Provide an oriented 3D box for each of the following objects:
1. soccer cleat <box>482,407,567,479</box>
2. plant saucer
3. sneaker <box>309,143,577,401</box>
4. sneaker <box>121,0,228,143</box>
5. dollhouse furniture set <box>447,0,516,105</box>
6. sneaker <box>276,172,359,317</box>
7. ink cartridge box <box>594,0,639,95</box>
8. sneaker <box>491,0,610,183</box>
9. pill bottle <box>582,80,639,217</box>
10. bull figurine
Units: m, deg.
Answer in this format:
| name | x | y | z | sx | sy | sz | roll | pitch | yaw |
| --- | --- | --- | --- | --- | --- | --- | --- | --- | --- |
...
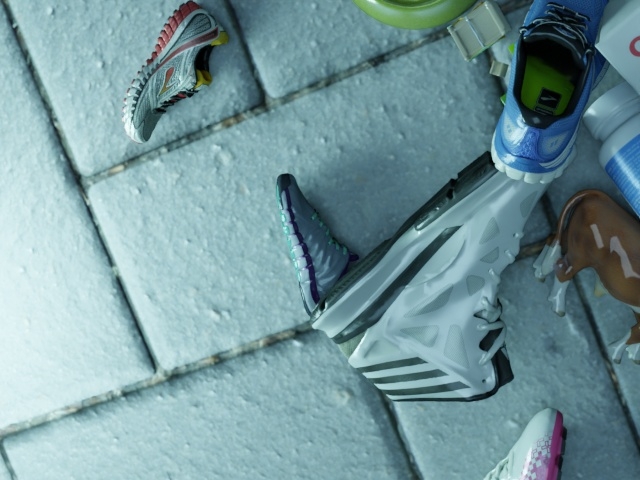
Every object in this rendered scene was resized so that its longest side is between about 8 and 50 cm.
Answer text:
| name | x | y | z | sx | sy | sz | roll | pitch | yaw |
| --- | --- | --- | --- | --- | --- | --- | --- | --- | --- |
| soccer cleat | 0.263 | 0.391 | 1.703 | 0.143 | 0.116 | 0.331 | 15 | 105 | 11 |
| plant saucer | 0.128 | -0.413 | 1.613 | 0.240 | 0.037 | 0.241 | 3 | 103 | 14 |
| sneaker | 0.226 | 0.053 | 1.619 | 0.447 | 0.169 | 0.257 | -42 | 93 | 14 |
| sneaker | -0.216 | -0.235 | 1.715 | 0.092 | 0.088 | 0.225 | 34 | 108 | 4 |
| dollhouse furniture set | 0.249 | -0.255 | 1.621 | 0.076 | 0.058 | 0.152 | -35 | 72 | 26 |
| sneaker | 0.000 | 0.000 | 1.724 | 0.098 | 0.083 | 0.224 | -15 | 105 | -1 |
| ink cartridge box | 0.561 | -0.201 | 1.379 | 0.395 | 0.166 | 0.285 | 45 | 119 | -7 |
| sneaker | 0.310 | -0.236 | 1.482 | 0.129 | 0.147 | 0.330 | 15 | 61 | 7 |
| pill bottle | 0.443 | -0.099 | 1.528 | 0.124 | 0.124 | 0.222 | -39 | 70 | 19 |
| bull figurine | 0.438 | 0.068 | 1.596 | 0.310 | 0.101 | 0.188 | 43 | 115 | 8 |
